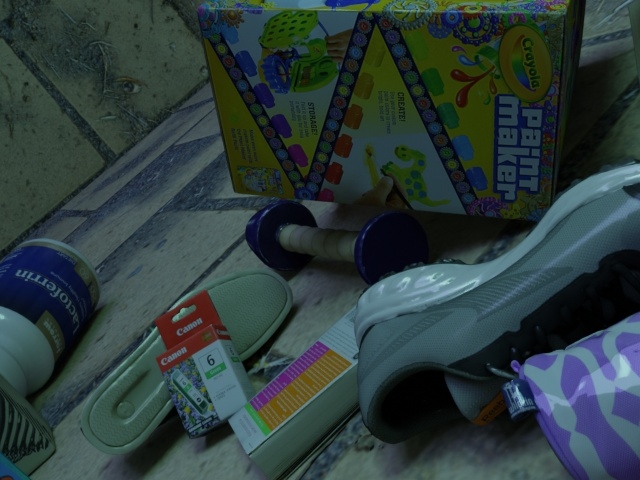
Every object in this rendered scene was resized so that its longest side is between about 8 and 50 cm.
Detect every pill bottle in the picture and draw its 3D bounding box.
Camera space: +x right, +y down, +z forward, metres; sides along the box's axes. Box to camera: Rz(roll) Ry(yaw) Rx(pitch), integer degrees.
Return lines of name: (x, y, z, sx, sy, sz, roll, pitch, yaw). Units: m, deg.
pill bottle: (-0.424, 0.124, 1.101, 0.153, 0.153, 0.265, -29, 23, 23)

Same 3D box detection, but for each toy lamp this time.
toy lamp: (0.000, 0.000, 0.775, 0.080, 0.080, 0.274, -45, 24, -19)

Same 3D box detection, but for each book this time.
book: (-0.003, 0.110, 0.608, 0.144, 0.035, 0.096, -41, 17, -9)

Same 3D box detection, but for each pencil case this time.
pencil case: (0.188, 0.045, 0.349, 0.206, 0.086, 0.088, -30, 31, 14)

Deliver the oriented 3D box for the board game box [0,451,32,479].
board game box: (-0.376, 0.229, 0.712, 0.047, 0.210, 0.160, -25, 23, 33)

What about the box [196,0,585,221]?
box: (0.088, -0.179, 0.713, 0.279, 0.177, 0.290, 6, 39, 18)

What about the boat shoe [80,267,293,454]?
boat shoe: (-0.126, 0.109, 0.748, 0.233, 0.084, 0.079, -40, -6, -21)

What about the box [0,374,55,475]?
box: (-0.419, 0.155, 0.844, 0.113, 0.275, 0.094, -42, 22, -13)

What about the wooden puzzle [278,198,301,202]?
wooden puzzle: (-0.032, -0.061, 1.055, 0.083, 0.006, 0.049, -43, 21, -15)

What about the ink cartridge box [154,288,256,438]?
ink cartridge box: (-0.105, 0.104, 0.678, 0.062, 0.115, 0.029, -31, -17, 12)

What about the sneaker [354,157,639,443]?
sneaker: (0.131, 0.047, 0.451, 0.271, 0.100, 0.108, -30, 31, 34)

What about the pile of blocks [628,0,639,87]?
pile of blocks: (0.302, -0.299, 0.605, 0.148, 0.112, 0.363, 19, 94, 47)
